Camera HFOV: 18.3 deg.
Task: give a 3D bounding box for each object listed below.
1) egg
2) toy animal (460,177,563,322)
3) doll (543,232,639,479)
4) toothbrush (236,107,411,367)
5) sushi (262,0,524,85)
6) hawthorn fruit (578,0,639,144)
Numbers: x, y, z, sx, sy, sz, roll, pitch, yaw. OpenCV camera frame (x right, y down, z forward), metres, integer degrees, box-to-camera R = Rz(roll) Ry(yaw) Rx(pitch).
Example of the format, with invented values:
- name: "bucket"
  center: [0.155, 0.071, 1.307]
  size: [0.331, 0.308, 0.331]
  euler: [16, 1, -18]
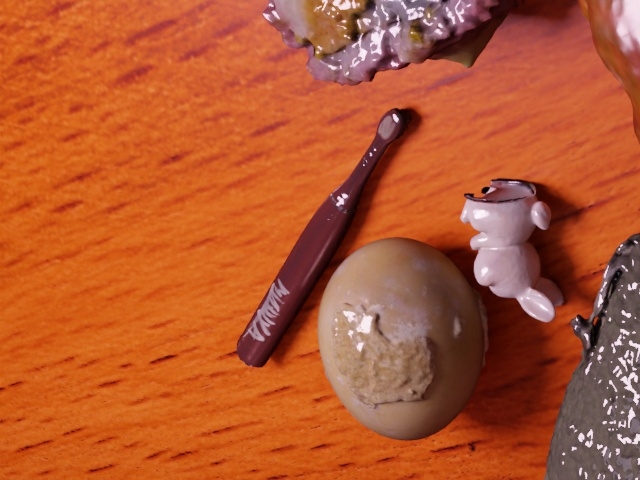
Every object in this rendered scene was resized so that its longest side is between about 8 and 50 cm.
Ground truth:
- name: "egg"
  center: [0.075, 0.094, 1.868]
  size: [0.164, 0.164, 0.201]
  euler: [9, 122, 31]
- name: "toy animal"
  center: [0.175, 0.010, 1.815]
  size: [0.085, 0.071, 0.124]
  euler: [0, 107, 14]
- name: "doll"
  center: [0.320, 0.152, 1.703]
  size: [0.247, 0.247, 0.349]
  euler: [14, 115, 28]
- name: "toothbrush"
  center: [-0.001, 0.000, 1.951]
  size: [0.041, 0.041, 0.364]
  euler: [40, 129, 11]
- name: "sushi"
  center: [0.075, -0.253, 1.678]
  size: [0.270, 0.171, 0.236]
  euler: [-29, 96, 43]
- name: "hawthorn fruit"
  center: [0.387, -0.184, 1.386]
  size: [0.403, 0.403, 0.402]
  euler: [16, 122, 27]
